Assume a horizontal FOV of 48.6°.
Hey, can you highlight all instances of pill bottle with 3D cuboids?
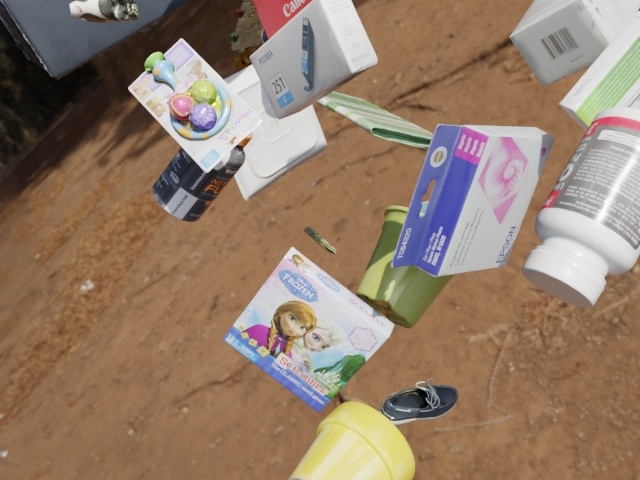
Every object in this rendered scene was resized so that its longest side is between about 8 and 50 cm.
[{"bbox_3d":[-0.254,-0.168,1.567,0.246,0.130,0.130,-48,16,21],"label":"pill bottle"},{"bbox_3d":[0.478,-0.051,1.207,0.318,0.176,0.176,-58,20,-8],"label":"pill bottle"}]

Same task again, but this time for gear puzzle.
[{"bbox_3d":[-0.178,-0.613,1.978,0.175,0.044,0.339,-26,-25,-35],"label":"gear puzzle"}]

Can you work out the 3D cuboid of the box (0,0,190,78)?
[{"bbox_3d":[-0.662,-0.719,2.005,0.480,0.297,0.472,-36,33,-14],"label":"box"}]

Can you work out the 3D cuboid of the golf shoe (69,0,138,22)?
[{"bbox_3d":[-0.478,-0.540,1.589,0.120,0.105,0.273,-9,19,-3],"label":"golf shoe"}]

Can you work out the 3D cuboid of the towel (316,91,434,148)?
[{"bbox_3d":[0.095,-0.267,1.530,0.325,0.248,0.038,38,114,44],"label":"towel"}]

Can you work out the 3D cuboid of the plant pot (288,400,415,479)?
[{"bbox_3d":[0.057,0.556,1.693,0.239,0.254,0.254,-35,8,-38],"label":"plant pot"}]

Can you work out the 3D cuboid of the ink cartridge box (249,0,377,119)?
[{"bbox_3d":[-0.045,-0.384,1.280,0.066,0.261,0.296,-27,6,-29],"label":"ink cartridge box"}]

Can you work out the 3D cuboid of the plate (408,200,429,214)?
[{"bbox_3d":[0.303,-0.046,1.929,0.188,0.188,0.024,-32,47,37],"label":"plate"}]

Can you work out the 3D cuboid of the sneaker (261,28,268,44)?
[{"bbox_3d":[-0.050,-0.613,1.805,0.283,0.107,0.124,-60,5,4],"label":"sneaker"}]

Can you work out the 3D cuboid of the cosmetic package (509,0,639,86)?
[{"bbox_3d":[0.606,-0.541,1.629,0.197,0.155,0.365,-20,26,52],"label":"cosmetic package"}]

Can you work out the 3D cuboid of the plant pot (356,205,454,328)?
[{"bbox_3d":[0.231,0.086,1.914,0.254,0.276,0.276,-57,20,-13],"label":"plant pot"}]

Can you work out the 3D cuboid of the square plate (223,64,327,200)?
[{"bbox_3d":[-0.142,-0.342,2.061,0.344,0.347,0.049,-37,31,-29],"label":"square plate"}]

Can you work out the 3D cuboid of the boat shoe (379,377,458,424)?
[{"bbox_3d":[0.281,0.440,1.964,0.095,0.254,0.079,-116,32,-41],"label":"boat shoe"}]

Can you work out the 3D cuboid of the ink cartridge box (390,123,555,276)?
[{"bbox_3d":[0.326,-0.080,1.496,0.071,0.330,0.324,38,123,40],"label":"ink cartridge box"}]

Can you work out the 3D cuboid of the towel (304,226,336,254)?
[{"bbox_3d":[0.000,0.000,2.501,0.027,0.110,0.148,-49,20,-3],"label":"towel"}]

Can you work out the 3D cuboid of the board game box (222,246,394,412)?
[{"bbox_3d":[-0.036,0.230,1.773,0.318,0.318,0.066,-53,0,29],"label":"board game box"}]

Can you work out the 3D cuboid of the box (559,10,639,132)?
[{"bbox_3d":[0.660,-0.273,1.447,0.232,0.322,0.058,-51,34,9],"label":"box"}]

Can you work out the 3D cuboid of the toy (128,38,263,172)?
[{"bbox_3d":[-0.230,-0.249,1.245,0.137,0.237,0.056,-43,-20,-2],"label":"toy"}]
